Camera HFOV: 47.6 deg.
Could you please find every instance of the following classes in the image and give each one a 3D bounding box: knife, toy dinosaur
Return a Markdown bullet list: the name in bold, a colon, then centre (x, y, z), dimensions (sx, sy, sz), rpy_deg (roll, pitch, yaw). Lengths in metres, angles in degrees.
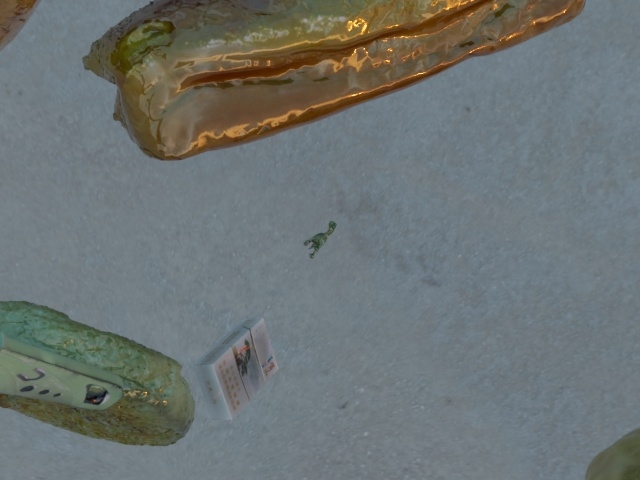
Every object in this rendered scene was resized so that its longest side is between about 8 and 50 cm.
- **knife**: centre (-0.172, 0.047, 0.319), dimensions (0.043, 0.293, 0.020), rpy_deg (-27, 64, 9)
- **toy dinosaur**: centre (0.000, 0.000, 1.251), dimensions (0.060, 0.120, 0.029), rpy_deg (-40, 83, -15)

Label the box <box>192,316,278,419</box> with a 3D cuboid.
- **box**: centre (-0.195, 0.300, 1.726), dimensions (0.233, 0.067, 0.149), rpy_deg (-41, 122, -56)

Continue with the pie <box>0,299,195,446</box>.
- **pie**: centre (-0.256, 0.138, 0.725), dimensions (0.277, 0.277, 0.078), rpy_deg (13, 63, -6)

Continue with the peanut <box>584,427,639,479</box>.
- **peanut**: centre (0.332, 0.239, 0.637), dimensions (0.192, 0.169, 0.387), rpy_deg (46, 45, 14)

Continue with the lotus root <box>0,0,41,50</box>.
- **lotus root**: centre (-0.183, -0.166, 0.348), dimensions (0.118, 0.221, 0.125), rpy_deg (41, 52, -9)

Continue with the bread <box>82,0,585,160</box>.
- **bread**: centre (0.012, -0.175, 0.546), dimensions (0.380, 0.109, 0.185), rpy_deg (-24, 34, -19)
